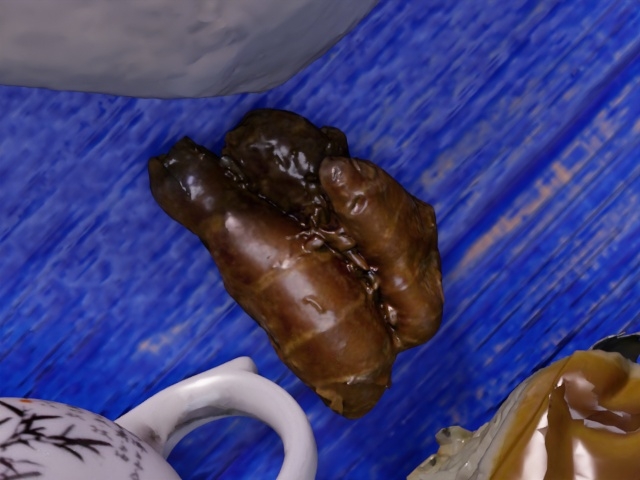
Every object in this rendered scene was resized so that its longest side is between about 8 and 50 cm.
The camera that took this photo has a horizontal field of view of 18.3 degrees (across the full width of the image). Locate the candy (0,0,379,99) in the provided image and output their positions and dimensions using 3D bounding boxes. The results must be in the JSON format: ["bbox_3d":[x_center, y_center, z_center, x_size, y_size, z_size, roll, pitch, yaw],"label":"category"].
[{"bbox_3d":[-0.105,-0.263,0.823,0.386,0.186,0.427,21,96,-8],"label":"candy"}]

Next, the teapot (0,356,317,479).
[{"bbox_3d":[-0.139,0.151,0.922,0.299,0.166,0.208,-23,121,-13],"label":"teapot"}]

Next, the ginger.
[{"bbox_3d":[0.000,0.000,0.938,0.103,0.073,0.162,-41,103,0],"label":"ginger"}]

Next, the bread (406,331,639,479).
[{"bbox_3d":[0.128,0.186,0.916,0.250,0.225,0.279,31,91,-14],"label":"bread"}]
